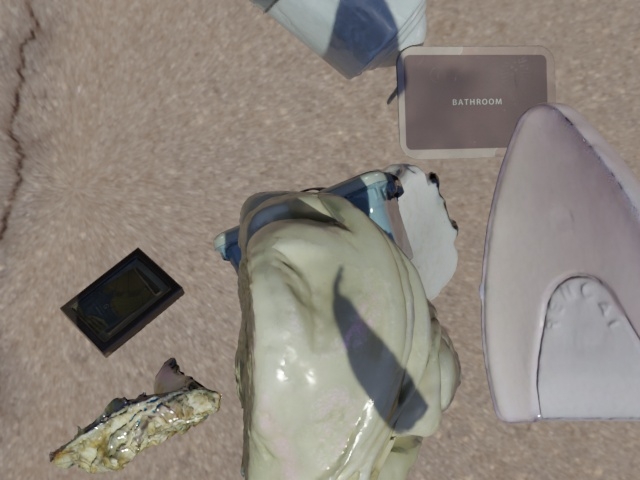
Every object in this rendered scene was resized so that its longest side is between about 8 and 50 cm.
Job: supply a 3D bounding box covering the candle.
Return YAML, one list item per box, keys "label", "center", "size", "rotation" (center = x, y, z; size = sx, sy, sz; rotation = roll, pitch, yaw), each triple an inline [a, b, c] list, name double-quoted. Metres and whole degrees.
- label: "candle"
  center: [0.043, -0.390, 1.481]
  size: [0.342, 0.221, 0.221]
  rotation: [36, 84, -12]

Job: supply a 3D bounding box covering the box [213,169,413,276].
- label: "box"
  center: [0.000, 0.000, 1.137]
  size: [0.227, 0.162, 0.130]
  rotation: [-23, 85, 12]

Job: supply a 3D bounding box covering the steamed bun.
- label: "steamed bun"
  center: [0.027, 0.099, 0.875]
  size: [0.207, 0.268, 0.280]
  rotation: [-2, 117, -8]

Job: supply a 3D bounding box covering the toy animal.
- label: "toy animal"
  center: [0.107, -0.011, 1.484]
  size: [0.204, 0.156, 0.208]
  rotation: [-50, 128, -33]

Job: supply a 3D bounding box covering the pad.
- label: "pad"
  center: [0.248, -0.218, 1.481]
  size: [0.266, 0.002, 0.176]
  rotation: [-3, 93, -13]

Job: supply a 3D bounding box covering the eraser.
- label: "eraser"
  center: [0.197, 0.016, 0.701]
  size: [0.059, 0.204, 0.243]
  rotation: [-8, 87, -37]

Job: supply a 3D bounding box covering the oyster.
- label: "oyster"
  center: [-0.231, 0.231, 1.206]
  size: [0.260, 0.198, 0.092]
  rotation: [-37, 84, 24]

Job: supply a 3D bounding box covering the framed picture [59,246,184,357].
- label: "framed picture"
  center: [-0.330, 0.101, 1.574]
  size: [0.168, 0.023, 0.128]
  rotation: [-40, 57, -20]
